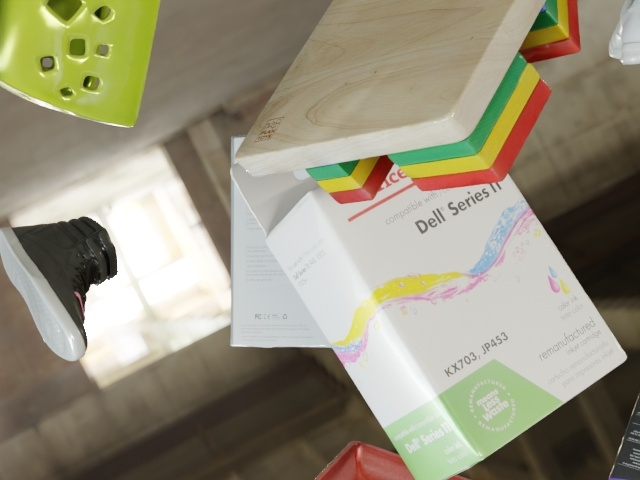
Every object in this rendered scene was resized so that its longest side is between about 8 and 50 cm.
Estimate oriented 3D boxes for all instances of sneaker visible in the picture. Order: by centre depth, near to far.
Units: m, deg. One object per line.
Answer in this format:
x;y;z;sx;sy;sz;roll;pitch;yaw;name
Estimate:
0.360;-0.244;1.705;0.080;0.094;0.212;-3;-172;7;sneaker
-0.334;0.052;2.124;0.147;0.104;0.296;-16;-144;-20;sneaker

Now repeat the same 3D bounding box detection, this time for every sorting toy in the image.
0.093;-0.145;1.205;0.257;0.089;0.255;-7;-134;52;sorting toy

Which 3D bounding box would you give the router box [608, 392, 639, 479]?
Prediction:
0.530;0.271;2.065;0.081;0.309;0.243;12;-103;48;router box

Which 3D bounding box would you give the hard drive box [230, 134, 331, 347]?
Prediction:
0.000;0.000;1.670;0.181;0.232;0.089;-1;177;27;hard drive box

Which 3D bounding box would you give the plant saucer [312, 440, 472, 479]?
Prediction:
0.110;0.292;1.511;0.259;0.047;0.258;18;-165;14;plant saucer

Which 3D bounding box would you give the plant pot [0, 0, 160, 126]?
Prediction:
-0.301;-0.255;1.658;0.207;0.228;0.227;7;-172;-23;plant pot

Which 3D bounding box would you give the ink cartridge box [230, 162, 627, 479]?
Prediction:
0.096;0.022;1.444;0.207;0.353;0.119;-29;173;-31;ink cartridge box
